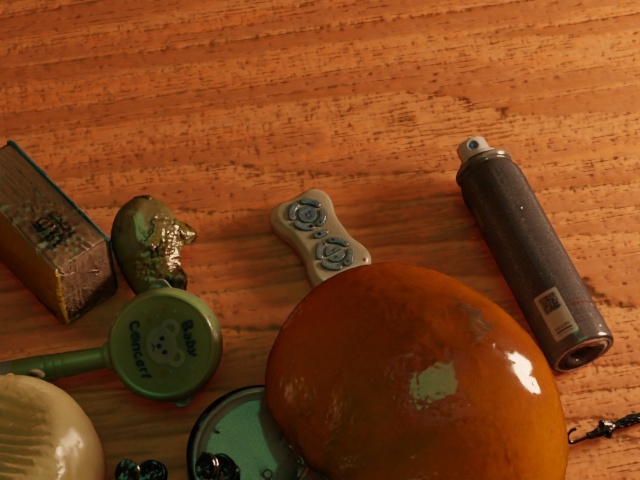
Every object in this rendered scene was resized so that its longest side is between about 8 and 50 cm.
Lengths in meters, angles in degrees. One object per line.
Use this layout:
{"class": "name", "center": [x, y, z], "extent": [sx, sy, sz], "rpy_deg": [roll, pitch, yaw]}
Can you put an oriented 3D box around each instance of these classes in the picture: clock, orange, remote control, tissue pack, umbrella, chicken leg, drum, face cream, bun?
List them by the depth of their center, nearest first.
{"class": "bun", "center": [-0.320, 0.245, 1.414], "extent": [0.259, 0.160, 0.259], "rpy_deg": [-1, 43, 1]}
{"class": "orange", "center": [0.104, 0.164, 1.486], "extent": [0.274, 0.274, 0.310], "rpy_deg": [-21, 88, -15]}
{"class": "clock", "center": [-0.055, 0.221, 1.495], "extent": [0.155, 0.063, 0.229], "rpy_deg": [30, 63, 15]}
{"class": "drum", "center": [-0.218, 0.137, 1.539], "extent": [0.253, 0.049, 0.130], "rpy_deg": [-27, 88, 3]}
{"class": "umbrella", "center": [0.318, 0.188, 1.563], "extent": [0.148, 0.022, 0.022], "rpy_deg": [-11, 23, -19]}
{"class": "tissue pack", "center": [-0.298, -0.006, 1.583], "extent": [0.082, 0.120, 0.169], "rpy_deg": [-39, 70, -22]}
{"class": "chicken leg", "center": [-0.166, 0.036, 1.601], "extent": [0.093, 0.070, 0.178], "rpy_deg": [-10, 67, -16]}
{"class": "face cream", "center": [0.222, 0.007, 1.631], "extent": [0.073, 0.073, 0.283], "rpy_deg": [-18, 62, -13]}
{"class": "remote control", "center": [0.000, 0.000, 1.647], "extent": [0.074, 0.032, 0.122], "rpy_deg": [-28, 65, -19]}

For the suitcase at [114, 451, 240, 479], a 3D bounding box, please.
{"class": "suitcase", "center": [-0.108, 0.307, 1.338], "extent": [0.143, 0.194, 0.235], "rpy_deg": [-5, 81, -1]}
